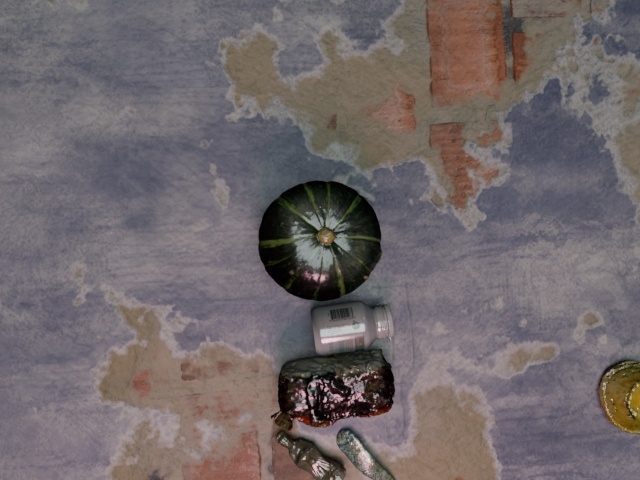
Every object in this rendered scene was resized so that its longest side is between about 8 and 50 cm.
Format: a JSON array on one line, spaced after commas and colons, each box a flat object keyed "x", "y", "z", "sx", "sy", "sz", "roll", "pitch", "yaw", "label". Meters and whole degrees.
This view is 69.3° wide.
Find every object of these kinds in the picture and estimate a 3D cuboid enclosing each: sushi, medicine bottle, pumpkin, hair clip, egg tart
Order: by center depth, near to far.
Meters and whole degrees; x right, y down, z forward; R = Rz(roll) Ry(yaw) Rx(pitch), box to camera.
[{"x": 0.000, "y": 0.000, "z": 1.211, "sx": 0.323, "sy": 0.241, "sz": 0.323, "roll": 0, "pitch": 92, "yaw": -3, "label": "pumpkin"}, {"x": 0.033, "y": 0.399, "z": 1.235, "sx": 0.343, "sy": 0.196, "sz": 0.182, "roll": -8, "pitch": 83, "yaw": -3, "label": "sushi"}, {"x": 0.086, "y": 0.235, "z": 1.266, "sx": 0.215, "sy": 0.135, "sz": 0.135, "roll": -7, "pitch": 90, "yaw": -3, "label": "medicine bottle"}, {"x": 0.134, "y": 0.629, "z": 1.315, "sx": 0.229, "sy": 0.036, "sz": 0.066, "roll": 45, "pitch": 94, "yaw": -2, "label": "hair clip"}, {"x": 0.918, "y": 0.457, "z": 1.334, "sx": 0.213, "sy": 0.090, "sz": 0.212, "roll": 0, "pitch": 86, "yaw": -4, "label": "egg tart"}]

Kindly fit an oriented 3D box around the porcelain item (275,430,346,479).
[{"x": -0.032, "y": 0.609, "z": 1.298, "sx": 0.216, "sy": 0.069, "sz": 0.081, "roll": 39, "pitch": 93, "yaw": 3, "label": "porcelain item"}]
